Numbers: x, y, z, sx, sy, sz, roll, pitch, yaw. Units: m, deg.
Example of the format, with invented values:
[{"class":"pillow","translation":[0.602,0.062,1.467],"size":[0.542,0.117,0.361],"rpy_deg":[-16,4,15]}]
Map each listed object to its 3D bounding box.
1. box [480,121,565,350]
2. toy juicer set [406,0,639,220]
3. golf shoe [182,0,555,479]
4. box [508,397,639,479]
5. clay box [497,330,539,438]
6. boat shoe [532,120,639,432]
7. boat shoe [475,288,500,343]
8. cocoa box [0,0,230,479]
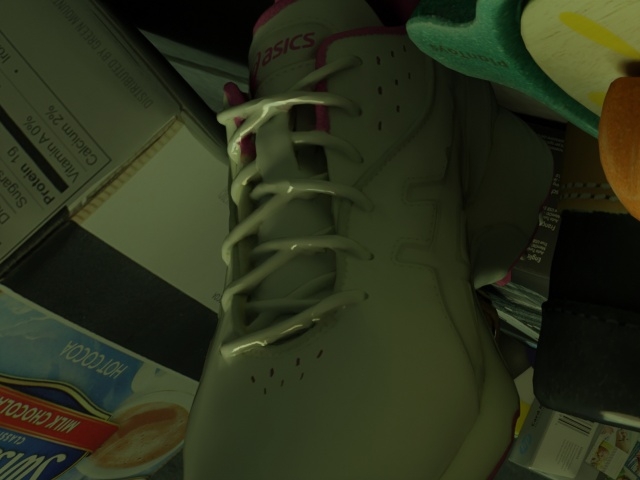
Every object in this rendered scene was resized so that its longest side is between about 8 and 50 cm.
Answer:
[{"class":"box","translation":[0.173,0.024,0.851],"size":[0.307,0.076,0.242],"rpy_deg":[19,171,43]},{"class":"toy juicer set","translation":[0.102,-0.052,0.392],"size":[0.329,0.089,0.209],"rpy_deg":[24,169,9]},{"class":"golf shoe","translation":[0.000,0.000,0.566],"size":[0.140,0.115,0.306],"rpy_deg":[60,-157,-21]},{"class":"box","translation":[0.230,0.111,1.054],"size":[0.186,0.145,0.038],"rpy_deg":[25,175,-15]},{"class":"clay box","translation":[0.150,0.069,1.077],"size":[0.222,0.127,0.053],"rpy_deg":[26,174,-17]},{"class":"boat shoe","translation":[0.289,0.087,0.604],"size":[0.500,0.156,0.187],"rpy_deg":[25,172,-16]},{"class":"boat shoe","translation":[0.037,0.049,0.767],"size":[0.095,0.095,0.257],"rpy_deg":[18,-169,11]},{"class":"cocoa box","translation":[-0.164,-0.015,0.811],"size":[0.231,0.228,0.347],"rpy_deg":[48,-179,18]}]
